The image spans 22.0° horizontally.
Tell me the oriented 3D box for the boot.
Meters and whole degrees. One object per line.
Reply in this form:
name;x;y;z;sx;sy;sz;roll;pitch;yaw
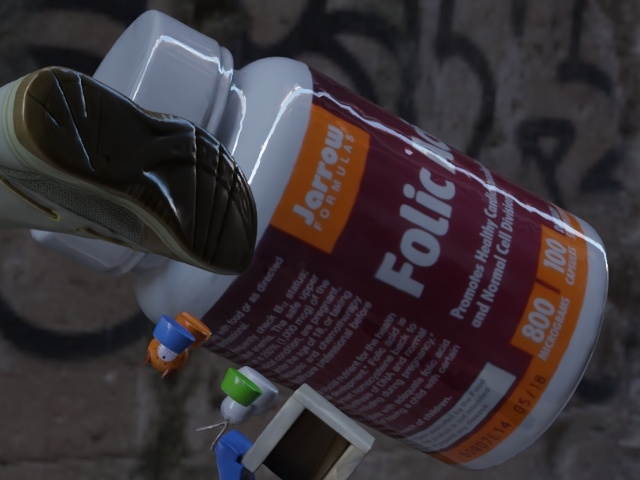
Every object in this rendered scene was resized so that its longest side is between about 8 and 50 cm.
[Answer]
boot;-0.152;-0.029;0.959;0.165;0.077;0.213;-9;-24;34

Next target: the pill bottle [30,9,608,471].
pill bottle;0.000;0.000;1.235;0.392;0.224;0.224;27;-4;-20

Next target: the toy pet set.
toy pet set;-0.024;0.089;0.633;0.122;0.065;0.114;38;3;5
